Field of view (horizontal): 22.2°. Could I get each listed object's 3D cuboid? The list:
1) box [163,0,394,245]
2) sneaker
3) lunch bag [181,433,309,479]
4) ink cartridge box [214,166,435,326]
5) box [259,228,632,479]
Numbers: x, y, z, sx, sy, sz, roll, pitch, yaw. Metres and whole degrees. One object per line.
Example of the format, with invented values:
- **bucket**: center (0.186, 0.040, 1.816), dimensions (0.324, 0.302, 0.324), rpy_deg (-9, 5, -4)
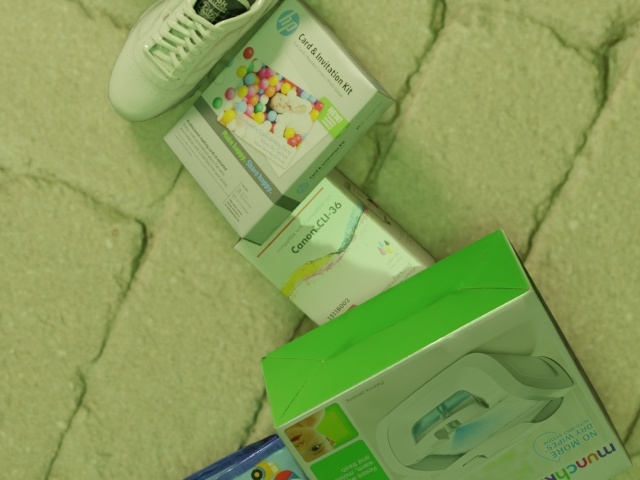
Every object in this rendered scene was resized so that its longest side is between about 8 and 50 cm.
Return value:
- **box**: center (-0.041, -0.111, 1.509), dimensions (0.186, 0.038, 0.145), rpy_deg (-46, 60, 13)
- **sneaker**: center (-0.116, -0.198, 1.505), dimensions (0.090, 0.095, 0.235), rpy_deg (43, 105, -7)
- **lunch bag**: center (-0.088, 0.341, 1.627), dimensions (0.293, 0.138, 0.221), rpy_deg (-31, 98, -1)
- **ink cartridge box**: center (0.000, 0.000, 1.553), dimensions (0.198, 0.067, 0.115), rpy_deg (42, 104, -5)
- **box**: center (0.115, 0.158, 1.515), dimensions (0.262, 0.127, 0.231), rpy_deg (-28, 118, 7)
